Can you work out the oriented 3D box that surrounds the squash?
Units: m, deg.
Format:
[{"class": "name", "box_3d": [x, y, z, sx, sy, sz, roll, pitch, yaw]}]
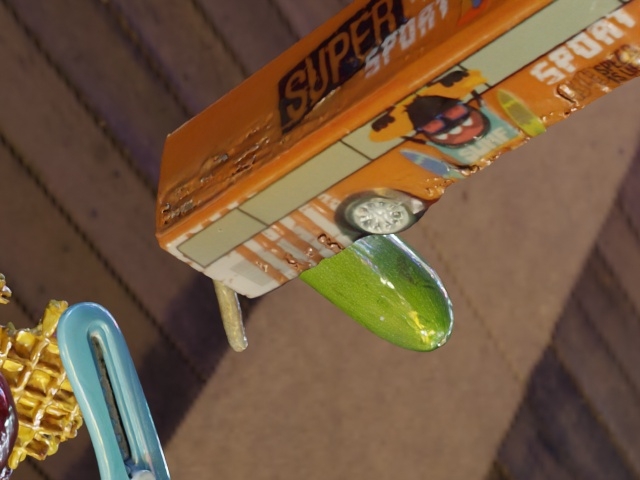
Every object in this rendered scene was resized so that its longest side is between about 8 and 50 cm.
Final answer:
[{"class": "squash", "box_3d": [0.002, -0.001, 1.402, 0.082, 0.292, 0.082, -35, 144, -31]}]

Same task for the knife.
[{"class": "knife", "box_3d": [-0.131, 0.149, 1.122, 0.064, 0.031, 0.222, -19, 96, -42]}]

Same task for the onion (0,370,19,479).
[{"class": "onion", "box_3d": [-0.258, 0.130, 1.106, 0.131, 0.131, 0.131, 16, 69, -48]}]

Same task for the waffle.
[{"class": "waffle", "box_3d": [-0.343, 0.138, 1.683, 0.051, 0.228, 0.232, -112, -174, -59]}]

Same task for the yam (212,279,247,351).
[{"class": "yam", "box_3d": [-0.087, 0.061, 1.589, 0.021, 0.021, 0.116, -55, 145, -42]}]

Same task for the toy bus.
[{"class": "toy bus", "box_3d": [0.075, -0.090, 0.810, 0.092, 0.409, 0.093, 29, 46, -33]}]
